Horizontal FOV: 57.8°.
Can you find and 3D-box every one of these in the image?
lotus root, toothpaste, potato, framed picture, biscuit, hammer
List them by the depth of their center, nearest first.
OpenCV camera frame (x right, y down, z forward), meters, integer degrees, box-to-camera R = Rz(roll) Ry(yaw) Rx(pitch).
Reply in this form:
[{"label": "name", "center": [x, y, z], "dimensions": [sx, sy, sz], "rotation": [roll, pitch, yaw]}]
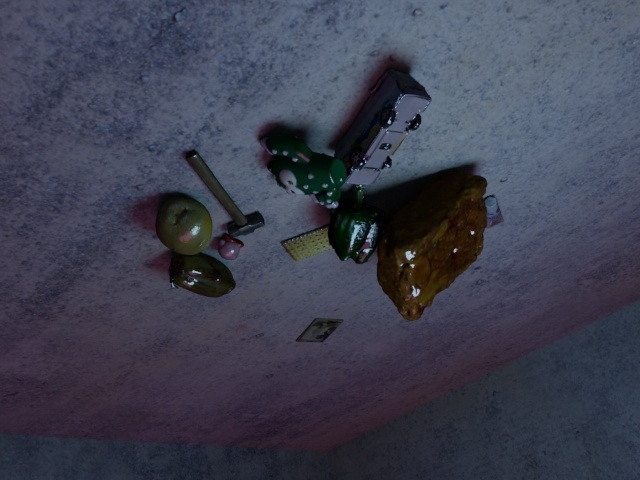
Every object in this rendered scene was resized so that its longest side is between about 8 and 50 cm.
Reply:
[{"label": "hammer", "center": [-0.273, -0.126, 1.627], "dimensions": [0.111, 0.043, 0.365], "rotation": [-19, 145, 8]}, {"label": "potato", "center": [-0.384, -0.033, 1.646], "dimensions": [0.157, 0.157, 0.194], "rotation": [-11, 159, -5]}, {"label": "biscuit", "center": [0.344, 0.006, 1.784], "dimensions": [0.395, 0.166, 0.343], "rotation": [-39, 143, -24]}, {"label": "lotus root", "center": [-0.380, 0.110, 1.858], "dimensions": [0.124, 0.123, 0.241], "rotation": [-45, 141, 14]}, {"label": "biscuit", "center": [0.000, 0.000, 1.929], "dimensions": [0.231, 0.016, 0.139], "rotation": [-20, 146, 9]}, {"label": "toothpaste", "center": [0.595, -0.090, 1.999], "dimensions": [0.067, 0.043, 0.194], "rotation": [-25, 150, 11]}, {"label": "framed picture", "center": [-0.005, 0.390, 2.501], "dimensions": [0.136, 0.010, 0.201], "rotation": [7, 141, -29]}]

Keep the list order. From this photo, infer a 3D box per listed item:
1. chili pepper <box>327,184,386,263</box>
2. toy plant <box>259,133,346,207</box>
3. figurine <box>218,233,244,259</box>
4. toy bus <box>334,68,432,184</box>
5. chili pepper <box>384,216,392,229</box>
[{"label": "chili pepper", "center": [0.112, -0.067, 1.731], "dimensions": [0.165, 0.174, 0.261], "rotation": [15, 105, -4]}, {"label": "toy plant", "center": [-0.046, -0.180, 1.526], "dimensions": [0.243, 0.113, 0.233], "rotation": [23, 152, 16]}, {"label": "figurine", "center": [-0.288, 0.025, 1.816], "dimensions": [0.083, 0.067, 0.071], "rotation": [37, 102, -31]}, {"label": "toy bus", "center": [0.149, -0.283, 1.472], "dimensions": [0.112, 0.138, 0.317], "rotation": [3, 142, -32]}, {"label": "chili pepper", "center": [0.271, -0.053, 1.917], "dimensions": [0.168, 0.065, 0.088], "rotation": [-1, 126, -12]}]
